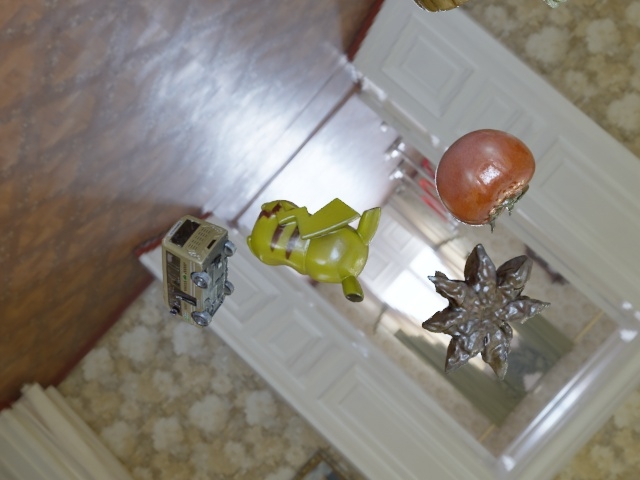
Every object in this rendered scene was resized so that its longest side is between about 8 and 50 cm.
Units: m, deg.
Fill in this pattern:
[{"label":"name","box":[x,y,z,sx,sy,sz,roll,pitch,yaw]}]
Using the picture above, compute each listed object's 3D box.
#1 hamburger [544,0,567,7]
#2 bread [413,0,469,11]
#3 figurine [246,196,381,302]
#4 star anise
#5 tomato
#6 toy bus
[{"label":"hamburger","box":[0.537,-0.610,1.953,0.062,0.140,0.133,-11,-125,50]},{"label":"bread","box":[0.231,-0.457,1.340,0.236,0.070,0.236,-27,-142,24]},{"label":"figurine","box":[-0.007,-0.002,1.940,0.169,0.327,0.218,37,73,-71]},{"label":"star anise","box":[0.368,0.164,1.880,0.315,0.315,0.108,-47,-171,-6]},{"label":"tomato","box":[0.412,-0.157,2.138,0.256,0.224,0.256,-37,161,-15]},{"label":"toy bus","box":[-0.309,0.081,2.095,0.139,0.157,0.289,-56,164,-36]}]
